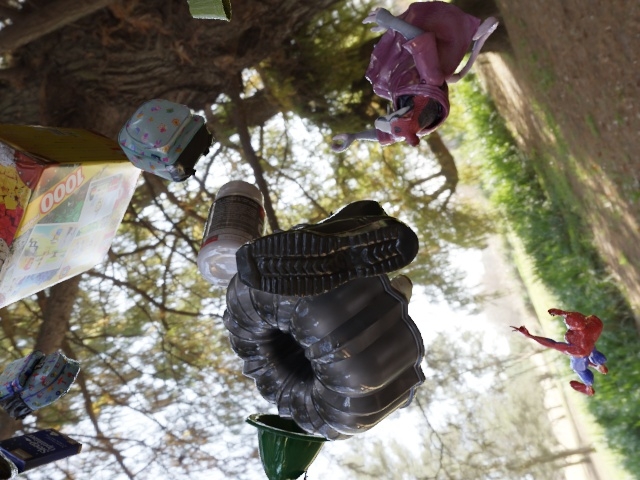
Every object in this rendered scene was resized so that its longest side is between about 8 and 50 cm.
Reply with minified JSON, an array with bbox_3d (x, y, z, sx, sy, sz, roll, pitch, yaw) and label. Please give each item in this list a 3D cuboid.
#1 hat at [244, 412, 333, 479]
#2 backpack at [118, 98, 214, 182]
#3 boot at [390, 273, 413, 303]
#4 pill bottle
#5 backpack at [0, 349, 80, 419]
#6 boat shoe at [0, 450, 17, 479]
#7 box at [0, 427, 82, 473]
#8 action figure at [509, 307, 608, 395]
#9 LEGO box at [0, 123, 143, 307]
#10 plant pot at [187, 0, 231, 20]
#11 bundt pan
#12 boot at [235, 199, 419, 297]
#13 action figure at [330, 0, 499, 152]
[{"bbox_3d":[-0.066,0.415,0.874,0.208,0.172,0.184,64,-144,-77],"label":"hat"},{"bbox_3d":[-0.373,-0.240,1.174,0.166,0.188,0.144,-64,-26,-22],"label":"backpack"},{"bbox_3d":[0.126,0.189,1.162,0.165,0.077,0.213,-12,-60,-40],"label":"boot"},{"bbox_3d":[-0.228,-0.026,1.347,0.161,0.161,0.283,55,-157,-37],"label":"pill bottle"},{"bbox_3d":[-0.721,0.356,1.294,0.117,0.173,0.158,61,-164,-27],"label":"backpack"},{"bbox_3d":[-0.704,0.458,1.067,0.142,0.040,0.049,40,-119,-2],"label":"boat shoe"},{"bbox_3d":[-0.809,0.590,1.415,0.225,0.136,0.037,14,-90,-67],"label":"box"},{"bbox_3d":[0.446,0.187,0.927,0.139,0.091,0.280,27,164,39],"label":"action figure"},{"bbox_3d":[-0.696,-0.082,1.281,0.193,0.373,0.500,28,-168,0],"label":"LEGO box"},{"bbox_3d":[-0.246,-0.521,1.103,0.083,0.079,0.083,-4,-90,-85],"label":"plant pot"},{"bbox_3d":[-0.019,0.148,0.729,0.124,0.330,0.331,-32,-77,-40],"label":"bundt pan"},{"bbox_3d":[0.000,0.000,0.596,0.137,0.197,0.077,-113,20,-67],"label":"boot"},{"bbox_3d":[0.179,-0.275,0.925,0.248,0.275,0.370,111,169,-45],"label":"action figure"}]
